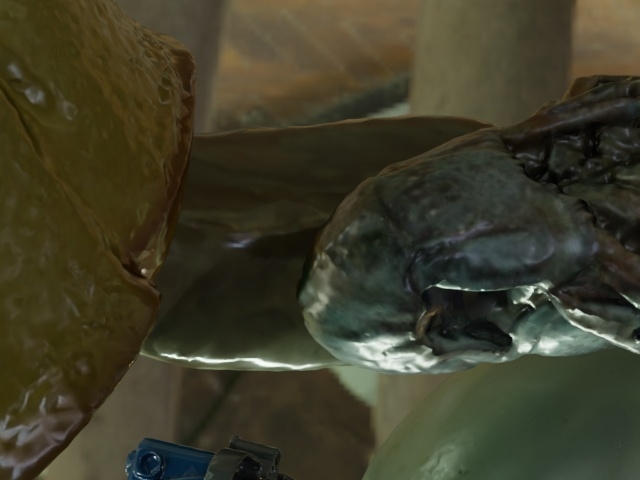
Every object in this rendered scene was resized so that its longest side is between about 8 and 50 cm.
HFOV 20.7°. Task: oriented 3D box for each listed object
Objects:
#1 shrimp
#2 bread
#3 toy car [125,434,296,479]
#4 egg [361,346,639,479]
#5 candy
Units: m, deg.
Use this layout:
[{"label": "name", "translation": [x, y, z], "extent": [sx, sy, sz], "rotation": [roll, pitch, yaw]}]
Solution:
[{"label": "shrimp", "translation": [0.174, -0.007, 0.798], "extent": [0.372, 0.172, 0.137], "rotation": [-19, 136, -4]}, {"label": "bread", "translation": [-0.163, 0.000, 0.526], "extent": [0.270, 0.270, 0.148], "rotation": [-9, 132, 35]}, {"label": "toy car", "translation": [-0.077, 0.176, 0.783], "extent": [0.100, 0.191, 0.097], "rotation": [10, 165, 21]}, {"label": "egg", "translation": [0.144, 0.156, 1.040], "extent": [0.283, 0.203, 0.203], "rotation": [-32, 157, 9]}, {"label": "candy", "translation": [0.000, 0.000, 0.894], "extent": [0.234, 0.102, 0.104], "rotation": [-7, 130, -22]}]
